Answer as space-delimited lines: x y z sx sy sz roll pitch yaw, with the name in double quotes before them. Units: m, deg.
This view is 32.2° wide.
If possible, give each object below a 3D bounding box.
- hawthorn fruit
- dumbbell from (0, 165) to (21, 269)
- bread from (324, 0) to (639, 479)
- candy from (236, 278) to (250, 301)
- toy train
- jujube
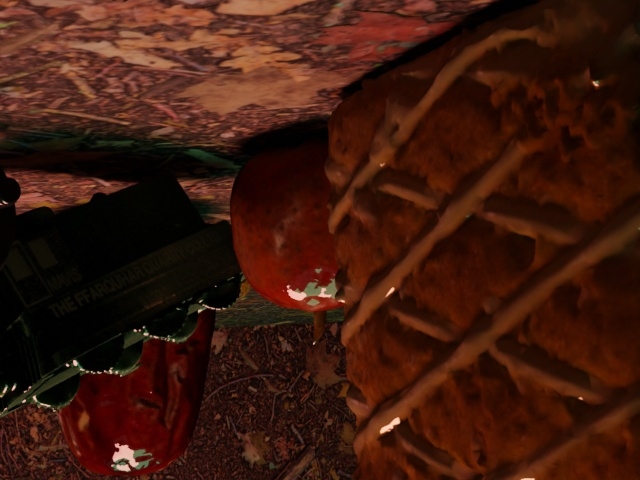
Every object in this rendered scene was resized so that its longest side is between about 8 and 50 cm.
"hawthorn fruit" 0.000 0.000 1.076 0.179 0.201 0.179 0 172 0
"dumbbell" -0.365 -0.012 0.923 0.325 0.143 0.143 -11 170 35
"bread" 0.202 0.032 0.833 0.279 0.371 0.390 -2 171 -29
"candy" -0.224 0.048 1.599 0.259 0.118 0.260 -10 169 -2
"toy train" -0.211 0.038 1.084 0.138 0.178 0.330 -39 173 41
"jujube" -0.234 0.122 1.363 0.223 0.318 0.223 -1 180 0
